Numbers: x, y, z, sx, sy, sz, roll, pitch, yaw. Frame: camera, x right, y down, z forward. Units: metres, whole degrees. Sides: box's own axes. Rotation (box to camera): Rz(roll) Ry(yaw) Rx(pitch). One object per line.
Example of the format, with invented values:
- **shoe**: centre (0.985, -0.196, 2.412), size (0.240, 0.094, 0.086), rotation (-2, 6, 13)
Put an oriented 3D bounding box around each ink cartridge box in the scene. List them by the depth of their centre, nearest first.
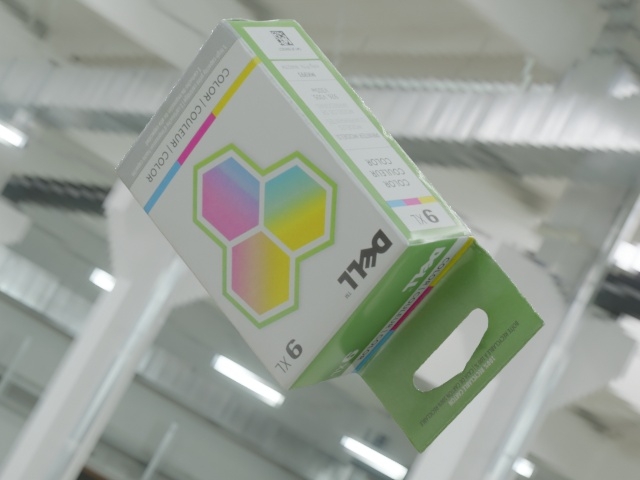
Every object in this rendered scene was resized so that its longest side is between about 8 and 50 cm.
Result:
- **ink cartridge box**: centre (0.000, 0.000, 0.842), size (0.062, 0.109, 0.209), rotation (-10, 56, -53)
